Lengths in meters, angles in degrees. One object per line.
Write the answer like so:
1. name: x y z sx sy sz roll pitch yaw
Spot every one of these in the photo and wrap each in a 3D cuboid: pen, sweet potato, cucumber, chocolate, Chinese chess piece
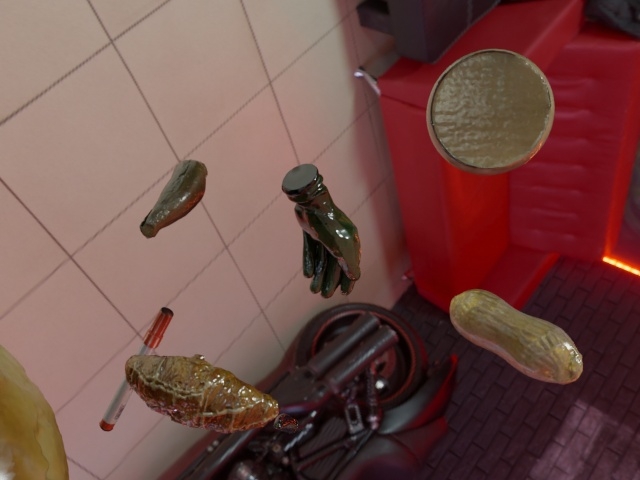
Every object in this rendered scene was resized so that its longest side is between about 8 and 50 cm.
1. pen: -0.303 0.213 0.992 0.028 0.028 0.239 12 112 -56
2. sweet potato: -0.320 -0.100 1.373 0.085 0.112 0.285 41 37 -22
3. cucumber: -0.072 0.358 1.186 0.135 0.034 0.033 60 42 -65
4. chocolate: 0.431 0.209 1.344 0.134 0.309 0.134 -43 151 -32
5. Chinese chess piece: 0.339 -0.256 1.216 0.103 0.250 0.249 -22 133 -73

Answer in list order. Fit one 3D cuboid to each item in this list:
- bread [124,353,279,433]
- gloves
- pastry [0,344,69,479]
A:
1. bread: -0.173 0.220 0.852 0.076 0.233 0.105 -73 180 -57
2. gloves: 0.010 -0.010 1.066 0.107 0.135 0.268 -31 126 -24
3. pastry: -0.412 0.230 0.475 0.409 0.409 0.245 -35 171 -34
